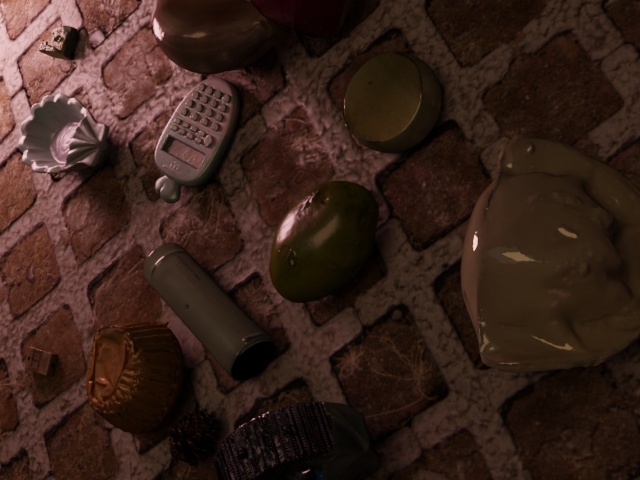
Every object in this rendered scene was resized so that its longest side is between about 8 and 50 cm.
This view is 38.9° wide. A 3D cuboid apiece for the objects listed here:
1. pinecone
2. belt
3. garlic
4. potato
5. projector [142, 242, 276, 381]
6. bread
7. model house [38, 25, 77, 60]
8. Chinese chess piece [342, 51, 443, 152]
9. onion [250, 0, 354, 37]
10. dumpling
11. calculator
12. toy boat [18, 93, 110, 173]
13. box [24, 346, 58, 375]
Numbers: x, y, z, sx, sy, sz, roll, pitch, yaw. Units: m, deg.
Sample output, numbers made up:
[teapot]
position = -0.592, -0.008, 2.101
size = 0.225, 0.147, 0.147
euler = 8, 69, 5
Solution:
[pinecone]
position = -0.248, 0.378, 1.760
size = 0.102, 0.102, 0.109
euler = 27, 90, 37
[belt]
position = -0.039, 0.361, 1.485
size = 0.260, 0.325, 0.122
euler = -23, 60, 1
[garlic]
position = -0.252, -0.482, 1.887
size = 0.340, 0.231, 0.246
euler = 53, 130, 19
[potato]
position = 0.000, 0.000, 1.658
size = 0.186, 0.148, 0.253
euler = 41, 101, 33
[projector]
position = -0.226, 0.136, 1.805
size = 0.337, 0.108, 0.108
euler = 42, 102, 35
[bread]
position = -0.383, 0.277, 1.855
size = 0.240, 0.139, 0.239
euler = -8, 76, 35
[model house]
position = -0.666, -0.509, 2.308
size = 0.079, 0.066, 0.083
euler = 12, 83, 35
[Chinese chess piece]
position = 0.134, -0.255, 1.678
size = 0.189, 0.083, 0.188
euler = -9, 74, 36
[onion]
position = -0.018, -0.534, 1.745
size = 0.111, 0.248, 0.250
euler = 8, 82, 68
[dumpling]
position = 0.376, 0.024, 1.393
size = 0.316, 0.233, 0.394
euler = 5, 63, 4
[calculator]
position = -0.273, -0.217, 1.973
size = 0.184, 0.042, 0.295
euler = 29, 92, 36
[toy boat]
position = -0.600, -0.241, 2.169
size = 0.290, 0.100, 0.199
euler = 18, 89, 38
[box]
position = -0.650, 0.282, 2.110
size = 0.083, 0.024, 0.053
euler = 7, 82, 34
